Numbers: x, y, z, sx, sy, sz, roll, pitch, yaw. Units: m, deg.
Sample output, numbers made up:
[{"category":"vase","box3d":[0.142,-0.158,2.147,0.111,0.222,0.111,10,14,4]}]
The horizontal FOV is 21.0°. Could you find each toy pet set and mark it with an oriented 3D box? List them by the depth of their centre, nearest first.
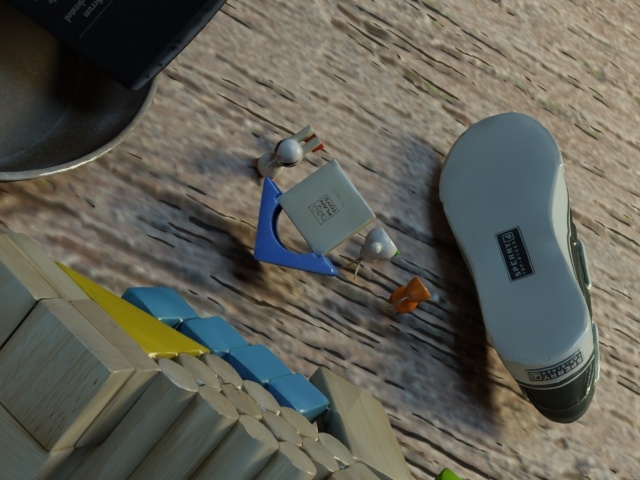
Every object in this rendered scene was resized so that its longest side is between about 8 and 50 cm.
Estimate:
[{"category":"toy pet set","box3d":[0.000,0.000,0.950,0.122,0.065,0.114,54,1,3]}]

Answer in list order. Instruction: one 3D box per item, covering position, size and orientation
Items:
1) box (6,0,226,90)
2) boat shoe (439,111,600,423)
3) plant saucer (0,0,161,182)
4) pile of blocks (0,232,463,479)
[{"category":"box","box3d":[-0.127,-0.202,0.861,0.207,0.108,0.153,34,38,-18]},{"category":"boat shoe","box3d":[0.122,0.014,1.042,0.219,0.078,0.070,-94,164,-44]},{"category":"plant saucer","box3d":[-0.219,-0.147,0.848,0.311,0.050,0.310,28,40,-27]},{"category":"pile of blocks","box3d":[-0.031,0.123,0.760,0.362,0.112,0.149,35,14,-20]}]
